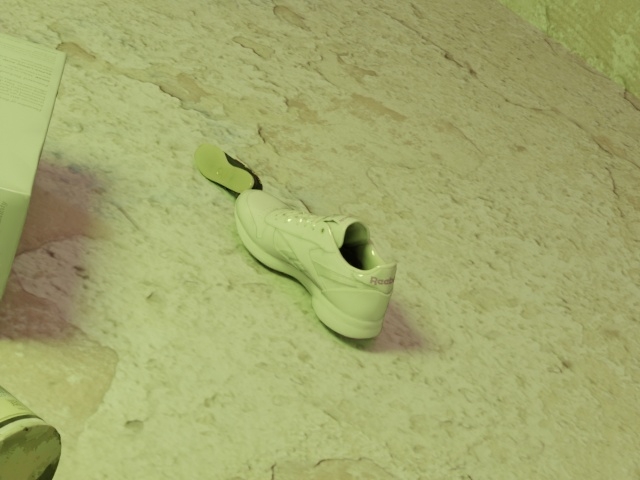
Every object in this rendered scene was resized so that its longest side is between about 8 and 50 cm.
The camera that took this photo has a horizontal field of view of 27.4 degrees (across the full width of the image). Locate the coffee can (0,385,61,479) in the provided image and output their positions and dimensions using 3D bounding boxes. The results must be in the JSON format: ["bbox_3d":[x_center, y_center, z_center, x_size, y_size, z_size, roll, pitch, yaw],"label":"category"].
[{"bbox_3d":[-0.411,0.174,1.225,0.275,0.201,0.201,35,31,18],"label":"coffee can"}]

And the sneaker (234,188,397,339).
[{"bbox_3d":[0.000,0.000,1.850,0.114,0.152,0.305,-14,46,-45],"label":"sneaker"}]

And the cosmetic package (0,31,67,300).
[{"bbox_3d":[-0.431,-0.088,1.624,0.156,0.217,0.385,15,32,-15],"label":"cosmetic package"}]

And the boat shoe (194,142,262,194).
[{"bbox_3d":[-0.144,-0.106,2.029,0.133,0.049,0.042,35,3,31],"label":"boat shoe"}]
